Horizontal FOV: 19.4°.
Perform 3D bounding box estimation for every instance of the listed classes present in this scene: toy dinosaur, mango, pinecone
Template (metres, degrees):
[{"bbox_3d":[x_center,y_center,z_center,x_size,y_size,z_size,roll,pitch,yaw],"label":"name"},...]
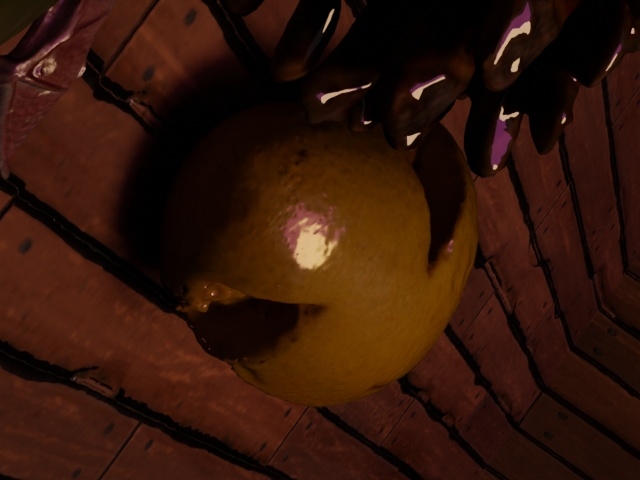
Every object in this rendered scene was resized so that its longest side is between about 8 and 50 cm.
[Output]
[{"bbox_3d":[-0.086,-0.118,0.660,0.108,0.032,0.220,-23,136,-55],"label":"toy dinosaur"},{"bbox_3d":[0.000,0.000,0.976,0.167,0.130,0.262,-60,159,8],"label":"mango"},{"bbox_3d":[0.053,-0.138,0.711,0.229,0.201,0.202,-67,168,20],"label":"pinecone"}]

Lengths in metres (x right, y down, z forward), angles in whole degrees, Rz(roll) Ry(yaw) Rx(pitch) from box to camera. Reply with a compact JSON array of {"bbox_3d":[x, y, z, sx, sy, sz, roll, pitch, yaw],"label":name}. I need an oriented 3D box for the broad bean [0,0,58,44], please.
[{"bbox_3d":[-0.101,-0.141,0.416,0.238,0.119,0.291,-63,167,-6],"label":"broad bean"}]
